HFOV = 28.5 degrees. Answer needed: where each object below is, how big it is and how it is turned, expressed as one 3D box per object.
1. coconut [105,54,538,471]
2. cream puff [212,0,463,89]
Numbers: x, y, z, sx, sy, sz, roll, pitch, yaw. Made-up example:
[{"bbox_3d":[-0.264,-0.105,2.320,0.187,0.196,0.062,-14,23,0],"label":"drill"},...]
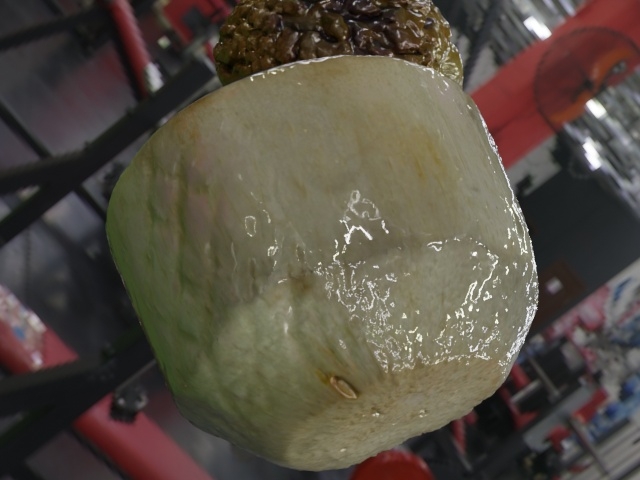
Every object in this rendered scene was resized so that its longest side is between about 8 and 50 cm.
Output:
[{"bbox_3d":[0.000,0.000,1.215,0.415,0.415,0.345,56,-17,28],"label":"coconut"},{"bbox_3d":[0.033,-0.235,1.598,0.327,0.343,0.231,49,-36,48],"label":"cream puff"}]
